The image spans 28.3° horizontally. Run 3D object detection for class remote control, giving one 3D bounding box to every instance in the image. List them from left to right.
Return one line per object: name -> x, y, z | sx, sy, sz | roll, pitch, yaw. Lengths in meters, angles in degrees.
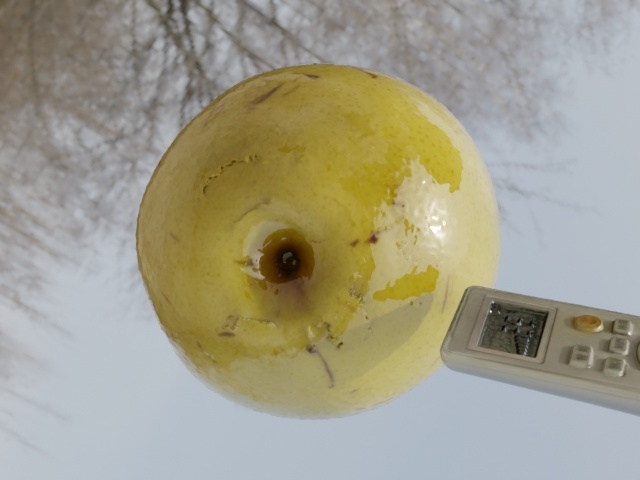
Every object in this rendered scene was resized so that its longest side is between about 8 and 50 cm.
remote control -> 0.253, 0.107, 0.982 | 0.109, 0.313, 0.055 | -57, 154, -56

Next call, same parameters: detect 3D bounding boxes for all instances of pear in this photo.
pear -> 0.000, 0.000, 1.187 | 0.348, 0.348, 0.348 | -44, -153, 30
